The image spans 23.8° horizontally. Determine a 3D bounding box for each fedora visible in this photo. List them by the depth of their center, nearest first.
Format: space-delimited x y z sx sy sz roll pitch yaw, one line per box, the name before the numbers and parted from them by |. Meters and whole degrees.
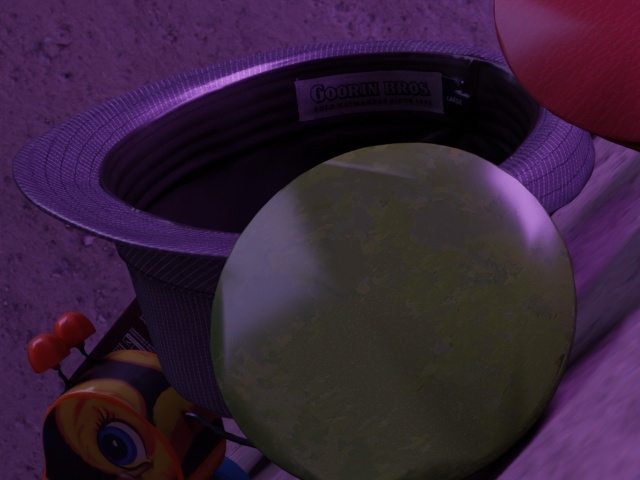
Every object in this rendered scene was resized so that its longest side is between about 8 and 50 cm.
fedora | 0.000 0.000 0.719 0.275 0.243 0.124 -31 -53 -43

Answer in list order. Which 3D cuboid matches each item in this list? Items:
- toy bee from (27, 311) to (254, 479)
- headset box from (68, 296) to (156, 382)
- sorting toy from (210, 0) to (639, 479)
toy bee | -0.100 0.121 0.807 0.298 0.162 0.195 -46 -2 10
headset box | -0.044 0.018 1.181 0.293 0.110 0.218 -47 1 42
sorting toy | 0.055 0.028 0.564 0.365 0.127 0.126 -49 -29 -7
